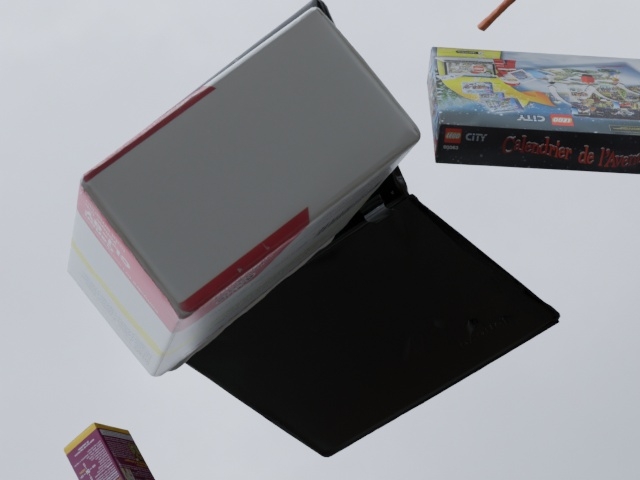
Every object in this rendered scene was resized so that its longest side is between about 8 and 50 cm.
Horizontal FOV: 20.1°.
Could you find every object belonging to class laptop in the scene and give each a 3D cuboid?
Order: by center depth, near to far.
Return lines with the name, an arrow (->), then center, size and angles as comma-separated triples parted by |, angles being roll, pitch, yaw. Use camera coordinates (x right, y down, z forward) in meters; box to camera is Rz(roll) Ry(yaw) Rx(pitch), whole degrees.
laptop -> 0.000, 0.000, 2.135 | 0.382, 0.408, 0.236 | -34, -21, 29

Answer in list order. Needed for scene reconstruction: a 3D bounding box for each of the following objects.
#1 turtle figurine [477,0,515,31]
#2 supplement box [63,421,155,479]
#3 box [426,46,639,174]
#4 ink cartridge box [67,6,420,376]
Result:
turtle figurine -> 0.175, -0.381, 1.951 | 0.087, 0.217, 0.269 | -1, -51, -28
supplement box -> -0.184, 0.210, 1.621 | 0.043, 0.083, 0.055 | -41, -31, 15
box -> 0.222, -0.124, 1.726 | 0.233, 0.159, 0.044 | 3, -57, -2
ink cartridge box -> -0.090, -0.031, 1.752 | 0.279, 0.160, 0.385 | -39, -4, -15
